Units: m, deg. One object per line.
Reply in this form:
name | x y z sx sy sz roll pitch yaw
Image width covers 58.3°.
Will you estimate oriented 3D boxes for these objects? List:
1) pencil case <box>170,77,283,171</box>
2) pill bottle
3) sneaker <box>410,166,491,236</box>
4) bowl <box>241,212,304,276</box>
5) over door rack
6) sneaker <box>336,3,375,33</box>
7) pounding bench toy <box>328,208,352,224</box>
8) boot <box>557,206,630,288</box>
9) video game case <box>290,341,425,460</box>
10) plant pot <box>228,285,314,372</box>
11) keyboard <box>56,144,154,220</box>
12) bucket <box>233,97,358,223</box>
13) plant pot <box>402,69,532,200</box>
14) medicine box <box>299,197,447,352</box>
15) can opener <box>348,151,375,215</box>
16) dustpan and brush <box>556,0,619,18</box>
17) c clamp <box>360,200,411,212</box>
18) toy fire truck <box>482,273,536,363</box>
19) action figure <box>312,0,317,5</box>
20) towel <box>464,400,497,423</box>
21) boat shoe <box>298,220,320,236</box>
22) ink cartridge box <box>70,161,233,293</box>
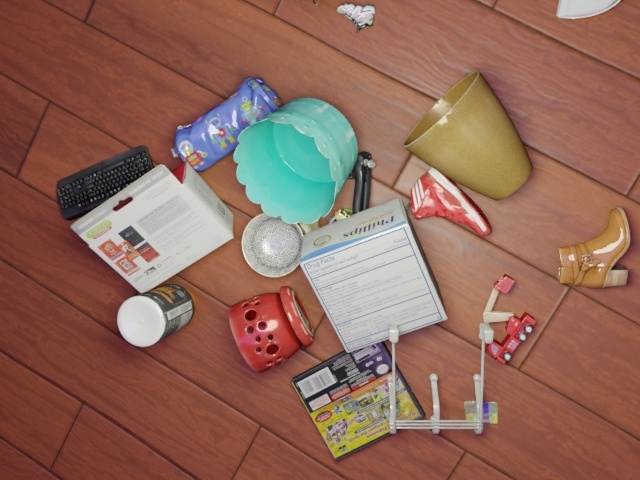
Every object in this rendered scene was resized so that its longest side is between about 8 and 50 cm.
pencil case | -0.245 -0.304 1.502 0.306 0.119 0.133 -32 110 11
pill bottle | -0.416 0.187 1.511 0.130 0.245 0.130 1 95 10
sneaker | 0.314 -0.070 1.435 0.128 0.087 0.221 -44 73 20
bowl | -0.115 0.008 1.520 0.170 0.080 0.170 1 94 12
over door rack | 0.285 0.329 1.404 0.239 0.108 0.324 -2 116 3
sneaker | 0.087 -0.559 1.456 0.098 0.038 0.069 6 95 12
pounding bench toy | 0.068 -0.059 1.491 0.065 0.052 0.083 39 100 7
boot | 0.647 0.017 1.368 0.152 0.073 0.197 1 92 16
video game case | 0.097 0.417 1.530 0.275 0.035 0.248 -30 87 11
plant pot | -0.120 0.221 1.488 0.174 0.191 0.191 -26 89 3
keyboard | -0.602 -0.127 1.637 0.317 0.033 0.201 -20 90 13
bucket | -0.052 -0.198 1.390 0.281 0.183 0.281 15 130 19
plant pot | 0.367 -0.223 1.347 0.254 0.237 0.237 41 101 -9
medicine box | 0.129 0.087 1.389 0.263 0.149 0.289 -21 115 12
can opener | 0.106 -0.140 1.465 0.073 0.059 0.186 -18 69 54
dustpan and brush | 0.672 -0.580 1.321 0.211 0.060 0.147 11 96 11
c clamp | 0.142 -0.040 1.452 0.160 0.022 0.137 -2 122 -28
toy fire truck | 0.456 0.196 1.432 0.135 0.047 0.192 35 101 8
action figure | 0.007 -0.682 1.416 0.164 0.141 0.276 15 82 8
towel | 0.413 0.444 1.478 0.083 0.009 0.060 -2 93 12
boat shoe | 0.000 0.000 1.506 0.072 0.068 0.190 -25 89 1
ink cartridge box | -0.429 -0.052 1.492 0.309 0.130 0.272 -30 123 12
